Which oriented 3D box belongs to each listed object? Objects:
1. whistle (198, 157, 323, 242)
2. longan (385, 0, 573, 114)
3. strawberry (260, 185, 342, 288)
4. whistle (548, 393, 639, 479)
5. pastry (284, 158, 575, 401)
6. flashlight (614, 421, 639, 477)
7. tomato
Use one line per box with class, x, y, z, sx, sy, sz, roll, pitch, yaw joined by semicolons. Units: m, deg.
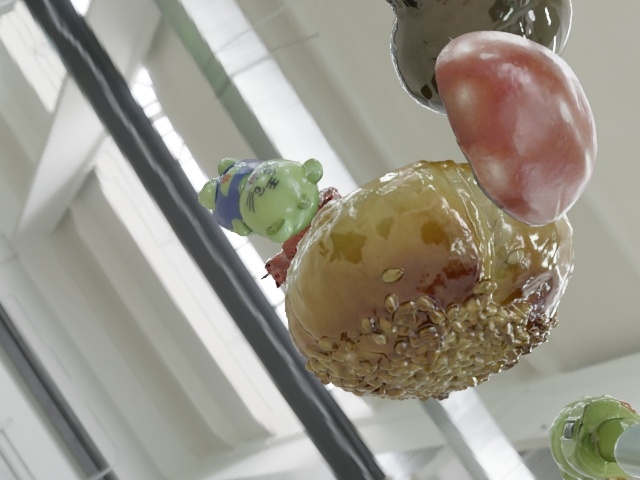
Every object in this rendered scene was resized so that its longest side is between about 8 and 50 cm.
whistle;-0.078;-0.053;1.110;0.085;0.105;0.227;38;-16;-34
longan;0.222;-0.327;1.408;0.243;0.300;0.300;10;-53;62
strawberry;0.009;-0.012;1.534;0.098;0.174;0.228;37;-45;0
whistle;0.391;0.276;1.328;0.106;0.131;0.288;17;-12;0
pastry;0.149;0.070;1.292;0.410;0.409;0.245;104;-27;-54
flashlight;0.319;0.196;0.852;0.047;0.093;0.200;53;-7;2
tomato;0.171;-0.099;0.781;0.082;0.174;0.166;-17;-99;34
